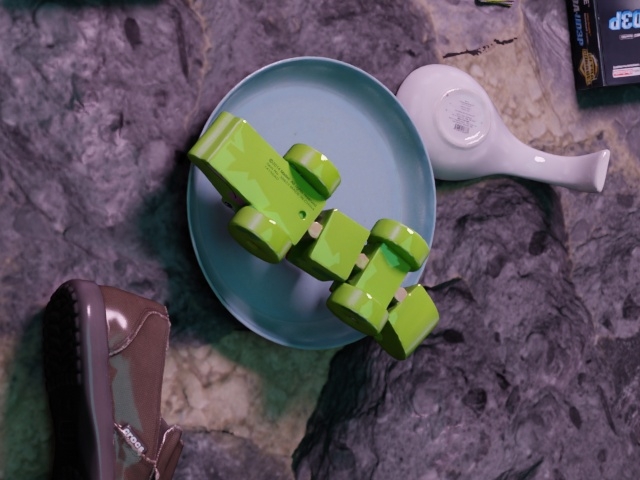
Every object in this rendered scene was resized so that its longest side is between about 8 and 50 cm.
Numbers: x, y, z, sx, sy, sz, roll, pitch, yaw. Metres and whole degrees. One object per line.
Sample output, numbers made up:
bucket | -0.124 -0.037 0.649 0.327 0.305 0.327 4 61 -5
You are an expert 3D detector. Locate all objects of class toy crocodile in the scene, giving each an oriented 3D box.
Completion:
toy crocodile | 0.000 0.000 1.270 0.340 0.105 0.115 40 70 -21

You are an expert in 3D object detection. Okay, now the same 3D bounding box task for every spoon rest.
spoon rest | 0.208 -0.119 1.467 0.276 0.084 0.137 19 78 -17

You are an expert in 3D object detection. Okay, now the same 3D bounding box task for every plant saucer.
plant saucer | -0.011 -0.040 1.337 0.318 0.044 0.317 0 89 -33

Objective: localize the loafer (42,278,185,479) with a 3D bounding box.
loafer | -0.182 0.218 1.174 0.130 0.134 0.365 -2 91 -32

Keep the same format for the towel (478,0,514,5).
towel | 0.214 -0.331 1.499 0.060 0.009 0.083 -5 92 -31

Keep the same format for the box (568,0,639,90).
box | 0.422 -0.294 1.606 0.220 0.051 0.175 -9 95 -32
